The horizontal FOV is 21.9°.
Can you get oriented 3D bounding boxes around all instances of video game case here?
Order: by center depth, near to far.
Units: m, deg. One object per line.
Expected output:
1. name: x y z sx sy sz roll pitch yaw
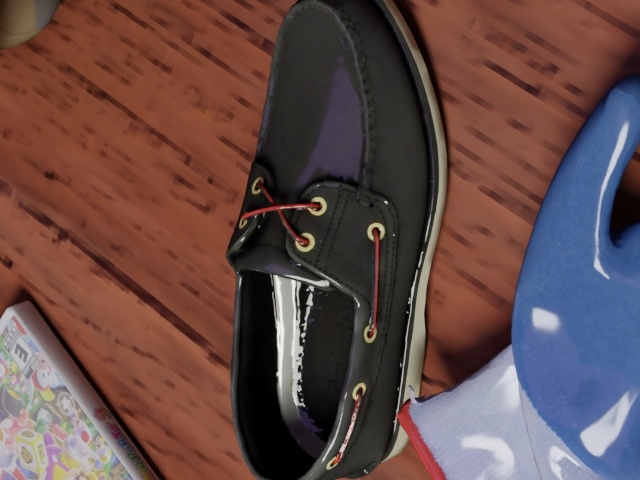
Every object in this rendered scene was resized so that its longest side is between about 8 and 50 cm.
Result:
1. video game case: -0.081 0.092 0.536 0.122 0.011 0.087 51 128 17

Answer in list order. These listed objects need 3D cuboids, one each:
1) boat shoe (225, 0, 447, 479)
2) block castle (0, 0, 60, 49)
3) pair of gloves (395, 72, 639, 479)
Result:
1. boat shoe: 0.001 0.000 0.421 0.049 0.042 0.133 15 110 39
2. block castle: -0.211 -0.254 0.421 0.453 0.213 0.303 51 132 20
3. pair of gloves: 0.103 0.060 0.365 0.159 0.023 0.198 -40 77 38
